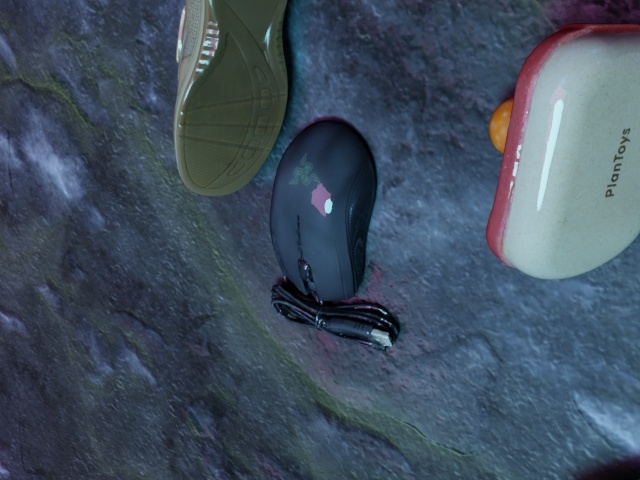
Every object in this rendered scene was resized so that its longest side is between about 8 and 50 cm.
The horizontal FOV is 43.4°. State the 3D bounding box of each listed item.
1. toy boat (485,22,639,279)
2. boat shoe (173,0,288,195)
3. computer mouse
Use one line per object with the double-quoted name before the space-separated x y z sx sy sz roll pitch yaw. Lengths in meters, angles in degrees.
"toy boat" 0.208 -0.084 0.716 0.151 0.151 0.231 -135 44 -54
"boat shoe" -0.100 -0.215 0.905 0.110 0.121 0.341 -120 39 -54
"computer mouse" 0.000 0.000 0.930 0.188 0.072 0.272 15 117 33
